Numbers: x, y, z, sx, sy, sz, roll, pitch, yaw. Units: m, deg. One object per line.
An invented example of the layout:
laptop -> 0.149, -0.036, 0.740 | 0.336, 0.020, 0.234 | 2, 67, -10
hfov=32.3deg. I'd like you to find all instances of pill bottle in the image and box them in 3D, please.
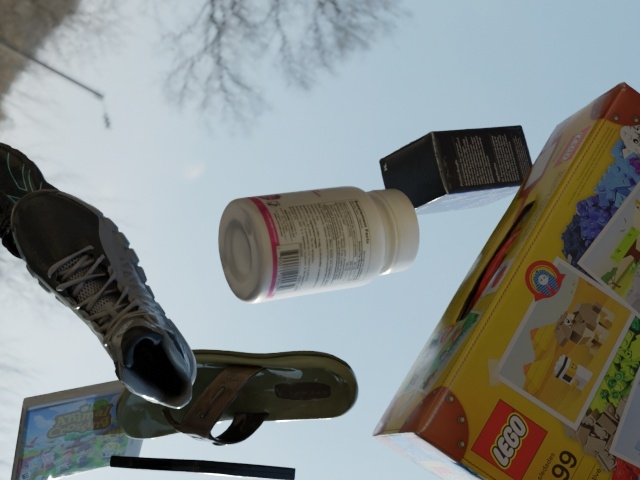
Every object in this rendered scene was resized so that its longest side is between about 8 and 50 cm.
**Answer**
pill bottle -> 0.000, 0.000, 1.701 | 0.160, 0.283, 0.160 | 22, -64, 58

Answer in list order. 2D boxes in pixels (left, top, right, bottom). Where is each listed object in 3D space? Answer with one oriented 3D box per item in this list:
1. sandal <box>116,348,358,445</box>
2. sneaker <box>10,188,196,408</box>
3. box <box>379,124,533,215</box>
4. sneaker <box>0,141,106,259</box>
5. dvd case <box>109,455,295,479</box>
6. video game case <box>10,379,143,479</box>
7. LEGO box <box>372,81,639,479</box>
sandal -> -0.105, 0.196, 1.342 | 0.086, 0.302, 0.120 | -87, 168, -55
sneaker -> -0.176, 0.051, 0.940 | 0.086, 0.229, 0.132 | -40, -168, -8
box -> 0.228, -0.115, 1.842 | 0.153, 0.207, 0.108 | -25, -104, 56
sneaker -> -0.413, -0.044, 1.529 | 0.101, 0.267, 0.106 | -57, -179, 45
dvd case -> -0.184, 0.348, 1.692 | 0.253, 0.180, 0.022 | -11, -110, 50
video game case -> -0.366, 0.296, 1.715 | 0.023, 0.212, 0.193 | 53, -42, 38
LEGO box -> 0.360, 0.127, 1.350 | 0.500, 0.372, 0.193 | -57, -175, -17
